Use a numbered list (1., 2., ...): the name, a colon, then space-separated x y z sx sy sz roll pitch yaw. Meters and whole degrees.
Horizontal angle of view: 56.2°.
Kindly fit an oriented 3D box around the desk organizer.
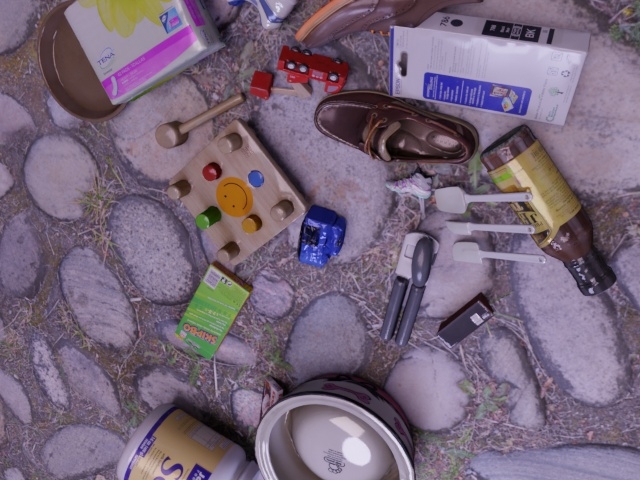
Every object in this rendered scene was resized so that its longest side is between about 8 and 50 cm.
1. desk organizer: 0.315 0.173 1.303 0.047 0.050 0.130 44 119 0

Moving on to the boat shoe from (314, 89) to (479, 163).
1. boat shoe: 0.136 -0.214 1.182 0.341 0.123 0.123 19 116 14

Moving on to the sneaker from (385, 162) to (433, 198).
1. sneaker: 0.187 -0.131 1.246 0.098 0.038 0.069 13 113 6

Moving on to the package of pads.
1. package of pads: -0.375 -0.449 1.257 0.296 0.101 0.229 -20 102 29

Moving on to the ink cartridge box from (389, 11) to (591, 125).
1. ink cartridge box: 0.290 -0.313 1.078 0.332 0.065 0.165 14 147 14

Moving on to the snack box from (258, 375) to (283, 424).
1. snack box: -0.133 0.451 1.587 0.064 0.022 0.178 34 124 44

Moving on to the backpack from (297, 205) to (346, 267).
1. backpack: 0.000 0.000 1.334 0.101 0.098 0.120 18 115 10

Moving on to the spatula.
1. spatula: 0.324 -0.028 1.170 0.242 0.019 0.168 5 112 59

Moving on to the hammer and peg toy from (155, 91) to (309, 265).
1. hammer and peg toy: -0.218 -0.147 1.344 0.266 0.127 0.361 -35 95 29

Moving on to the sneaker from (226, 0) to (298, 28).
1. sneaker: -0.177 -0.540 1.189 0.296 0.112 0.131 41 124 6

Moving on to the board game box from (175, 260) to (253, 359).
1. board game box: -0.281 0.187 1.552 0.124 0.039 0.259 36 116 6

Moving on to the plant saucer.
1. plant saucer: -0.548 -0.421 1.419 0.277 0.041 0.278 8 113 19

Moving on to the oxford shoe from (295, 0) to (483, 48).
1. oxford shoe: 0.120 -0.421 1.111 0.363 0.130 0.133 -17 111 28

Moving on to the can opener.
1. can opener: 0.186 0.115 1.306 0.075 0.095 0.284 19 115 15

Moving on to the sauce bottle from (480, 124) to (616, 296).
1. sauce bottle: 0.437 -0.050 1.134 0.111 0.111 0.344 -34 94 28

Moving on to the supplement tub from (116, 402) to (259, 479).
1. supplement tub: -0.353 0.624 1.633 0.331 0.241 0.241 28 117 9

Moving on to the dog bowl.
1. dog bowl: 0.049 0.513 1.485 0.407 0.150 0.408 7 113 18

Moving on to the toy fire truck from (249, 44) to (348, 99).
1. toy fire truck: -0.045 -0.332 1.232 0.191 0.047 0.135 14 155 -3
